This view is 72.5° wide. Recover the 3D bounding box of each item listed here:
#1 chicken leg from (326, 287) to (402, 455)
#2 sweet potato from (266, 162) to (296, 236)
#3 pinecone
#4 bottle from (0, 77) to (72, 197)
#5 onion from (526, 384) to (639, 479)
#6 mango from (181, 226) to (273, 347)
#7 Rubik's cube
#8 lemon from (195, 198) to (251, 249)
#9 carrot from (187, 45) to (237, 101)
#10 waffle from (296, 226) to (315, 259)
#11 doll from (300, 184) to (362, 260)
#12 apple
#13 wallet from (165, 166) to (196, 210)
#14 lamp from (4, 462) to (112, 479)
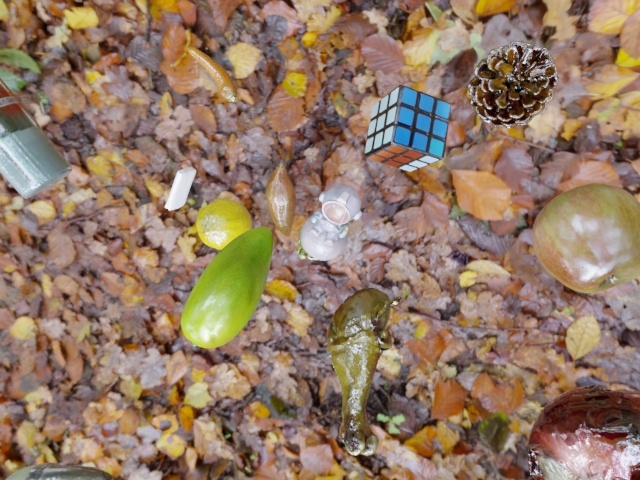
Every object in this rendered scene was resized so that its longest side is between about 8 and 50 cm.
[{"bbox_3d":[0.073,0.286,1.029,0.140,0.211,0.361,20,77,-20],"label":"chicken leg"},{"bbox_3d":[-0.044,-0.043,0.503,0.034,0.034,0.095,7,121,20],"label":"sweet potato"},{"bbox_3d":[0.377,-0.307,0.847,0.162,0.165,0.163,1,93,9],"label":"pinecone"},{"bbox_3d":[-0.465,-0.193,0.588,0.082,0.082,0.286,-22,111,28],"label":"bottle"},{"bbox_3d":[0.454,0.318,0.621,0.272,0.195,0.272,23,124,39],"label":"onion"},{"bbox_3d":[-0.214,0.103,1.079,0.156,0.343,0.192,33,151,-15],"label":"mango"},{"bbox_3d":[0.230,-0.292,1.164,0.160,0.163,0.162,13,81,-20],"label":"Rubik's cube"},{"bbox_3d":[-0.328,-0.054,1.485,0.180,0.193,0.181,28,133,35],"label":"lemon"},{"bbox_3d":[-0.365,-0.584,1.512,0.066,0.062,0.271,-39,79,20],"label":"carrot"},{"bbox_3d":[0.000,0.000,1.546,0.169,0.183,0.036,-3,137,7],"label":"waffle"},{"bbox_3d":[0.035,-0.054,1.229,0.151,0.151,0.287,37,146,6],"label":"doll"},{"bbox_3d":[0.668,-0.002,1.080,0.256,0.234,0.257,-6,145,-4],"label":"apple"},{"bbox_3d":[-0.535,-0.196,1.669,0.033,0.095,0.190,37,122,11],"label":"wallet"},{"bbox_3d":[-0.499,0.455,0.796,0.250,0.101,0.101,-14,104,10],"label":"lamp"}]
